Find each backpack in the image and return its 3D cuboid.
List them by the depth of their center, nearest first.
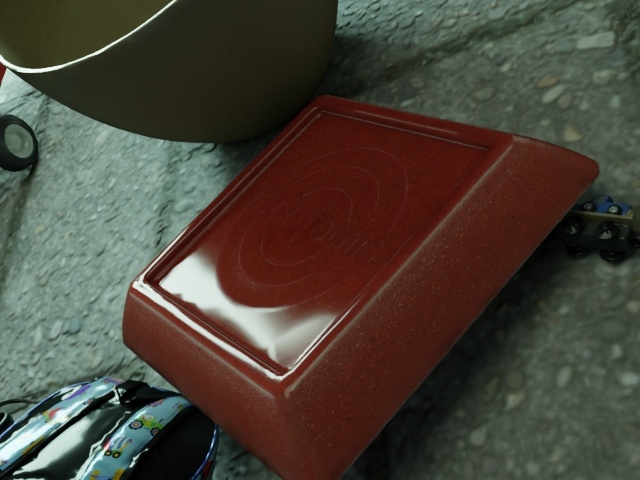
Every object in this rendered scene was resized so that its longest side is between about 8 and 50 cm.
[{"bbox_3d":[-0.143,0.170,0.562,0.158,0.117,0.173,8,34,26],"label":"backpack"}]

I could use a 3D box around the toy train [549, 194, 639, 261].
[{"bbox_3d":[0.129,-0.016,0.569,0.158,0.027,0.036,12,55,42],"label":"toy train"}]

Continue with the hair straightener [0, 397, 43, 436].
[{"bbox_3d":[-0.249,0.159,0.616,0.089,0.047,0.230,38,41,11],"label":"hair straightener"}]

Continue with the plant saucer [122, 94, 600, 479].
[{"bbox_3d":[0.000,0.000,0.585,0.259,0.048,0.258,-46,35,-15],"label":"plant saucer"}]

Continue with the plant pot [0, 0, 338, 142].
[{"bbox_3d":[-0.095,-0.189,0.739,0.284,0.191,0.284,-20,49,24],"label":"plant pot"}]

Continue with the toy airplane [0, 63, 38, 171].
[{"bbox_3d":[-0.411,-0.266,0.970,0.386,0.272,0.384,-49,44,-4],"label":"toy airplane"}]
